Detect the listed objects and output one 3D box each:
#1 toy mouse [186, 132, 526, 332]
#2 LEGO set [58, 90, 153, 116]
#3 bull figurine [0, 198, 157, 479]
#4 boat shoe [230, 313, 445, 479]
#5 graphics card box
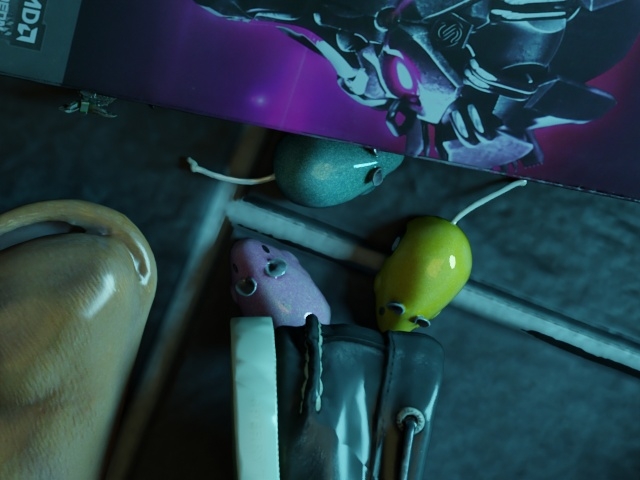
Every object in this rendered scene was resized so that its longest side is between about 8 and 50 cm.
[{"bbox_3d":[0.000,0.000,0.867,0.143,0.031,0.161,33,96,-13],"label":"toy mouse"},{"bbox_3d":[-0.087,-0.086,0.846,0.083,0.023,0.054,-24,107,-16],"label":"LEGO set"},{"bbox_3d":[-0.171,0.121,0.833,0.188,0.101,0.310,12,100,-8],"label":"bull figurine"},{"bbox_3d":[0.024,0.196,0.862,0.113,0.127,0.340,-5,100,-3],"label":"boat shoe"},{"bbox_3d":[0.046,-0.152,0.758,0.371,0.094,0.233,12,123,-12],"label":"graphics card box"}]
